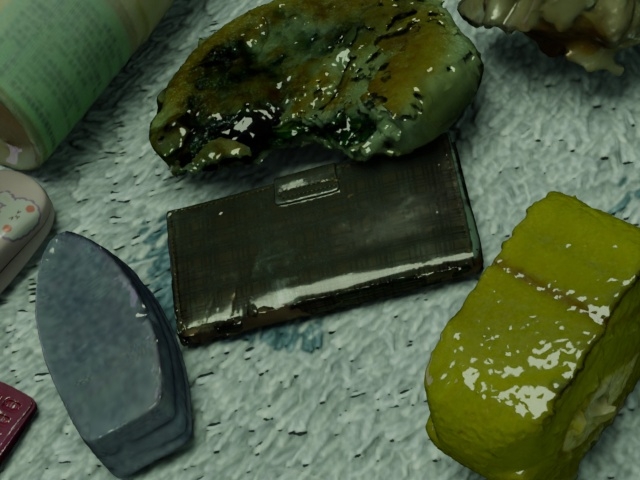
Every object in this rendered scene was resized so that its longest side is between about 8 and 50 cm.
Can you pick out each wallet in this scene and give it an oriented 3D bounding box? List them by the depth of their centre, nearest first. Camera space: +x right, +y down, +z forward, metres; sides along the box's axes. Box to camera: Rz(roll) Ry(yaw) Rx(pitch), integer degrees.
[{"bbox_3d":[0.000,0.001,1.576,0.317,0.044,0.169,-15,56,8],"label":"wallet"}]

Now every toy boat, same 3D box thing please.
[{"bbox_3d":[-0.216,0.100,1.545,0.127,0.078,0.283,-32,52,6],"label":"toy boat"}]

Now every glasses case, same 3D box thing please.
[{"bbox_3d":[-0.407,0.043,1.650,0.113,0.075,0.297,26,66,33],"label":"glasses case"}]

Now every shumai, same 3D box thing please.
[{"bbox_3d":[0.259,-0.311,1.566,0.262,0.314,0.267,-35,65,-4],"label":"shumai"}]

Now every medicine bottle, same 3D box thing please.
[{"bbox_3d":[-0.293,-0.301,1.762,0.236,0.235,0.406,22,66,29],"label":"medicine bottle"}]

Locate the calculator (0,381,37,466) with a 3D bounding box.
[{"bbox_3d":[-0.377,0.218,1.544,0.127,0.034,0.190,17,56,28],"label":"calculator"}]

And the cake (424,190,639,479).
[{"bbox_3d":[0.204,0.100,1.356,0.156,0.179,0.260,27,70,32],"label":"cake"}]

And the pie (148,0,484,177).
[{"bbox_3d":[-0.004,-0.179,1.655,0.371,0.078,0.296,-8,41,19],"label":"pie"}]
